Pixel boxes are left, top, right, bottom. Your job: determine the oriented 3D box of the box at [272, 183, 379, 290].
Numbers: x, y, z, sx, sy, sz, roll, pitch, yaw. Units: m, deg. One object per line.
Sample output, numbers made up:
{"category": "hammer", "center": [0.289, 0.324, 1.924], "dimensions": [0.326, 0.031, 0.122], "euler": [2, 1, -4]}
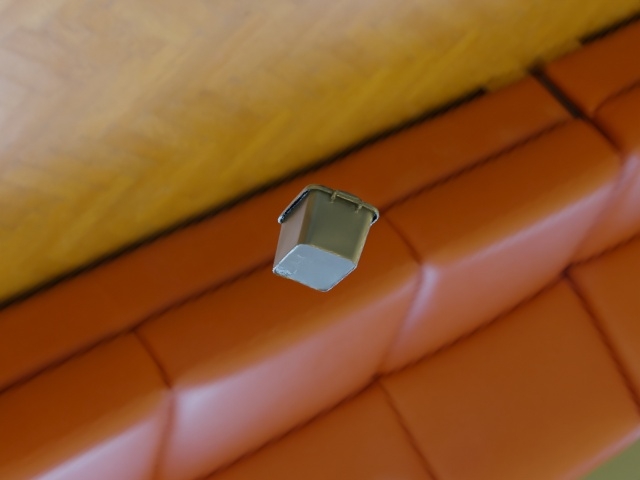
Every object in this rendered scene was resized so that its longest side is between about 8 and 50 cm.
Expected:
{"category": "box", "center": [0.000, 0.000, 1.445], "dimensions": [0.122, 0.084, 0.069], "euler": [135, -26, -62]}
